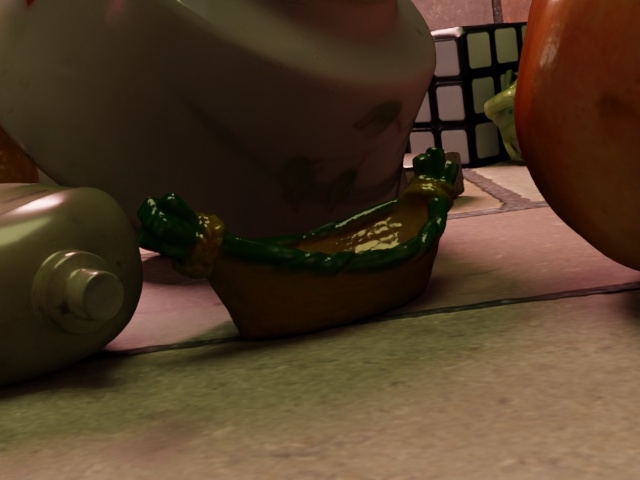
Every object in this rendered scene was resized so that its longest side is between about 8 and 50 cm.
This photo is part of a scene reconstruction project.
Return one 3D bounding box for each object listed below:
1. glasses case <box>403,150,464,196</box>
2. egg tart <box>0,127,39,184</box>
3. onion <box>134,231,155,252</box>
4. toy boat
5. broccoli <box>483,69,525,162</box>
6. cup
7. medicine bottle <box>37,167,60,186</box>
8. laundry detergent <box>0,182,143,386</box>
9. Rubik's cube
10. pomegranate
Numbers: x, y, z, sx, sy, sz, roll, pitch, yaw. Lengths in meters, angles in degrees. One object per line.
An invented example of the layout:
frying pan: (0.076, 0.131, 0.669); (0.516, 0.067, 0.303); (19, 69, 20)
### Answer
glasses case: (0.032, -0.057, 1.074); (0.205, 0.047, 0.071); (0, 13, 33)
egg tart: (-0.320, -0.025, 0.800); (0.202, 0.202, 0.147); (-15, -2, -39)
onion: (-0.083, -0.034, 0.900); (0.150, 0.140, 0.150); (-47, -5, -5)
toy boat: (0.000, 0.000, 0.632); (0.229, 0.088, 0.089); (-15, 13, -41)
broccoli: (0.303, -0.200, 1.181); (0.275, 0.308, 0.308); (-31, -6, 36)
cup: (-0.054, -0.151, 0.788); (0.347, 0.163, 0.347); (22, 34, -15)
medicine bottle: (-0.262, -0.105, 1.238); (0.318, 0.158, 0.158); (-7, 10, -3)
laundry detergent: (-0.195, 0.024, 0.625); (0.181, 0.091, 0.253); (-23, 18, -40)
Rubik's cube: (0.169, -0.179, 1.346); (0.162, 0.163, 0.160); (-18, 14, -40)
pomegranate: (0.223, -0.111, 0.586); (0.229, 0.270, 0.252); (10, 25, 35)
